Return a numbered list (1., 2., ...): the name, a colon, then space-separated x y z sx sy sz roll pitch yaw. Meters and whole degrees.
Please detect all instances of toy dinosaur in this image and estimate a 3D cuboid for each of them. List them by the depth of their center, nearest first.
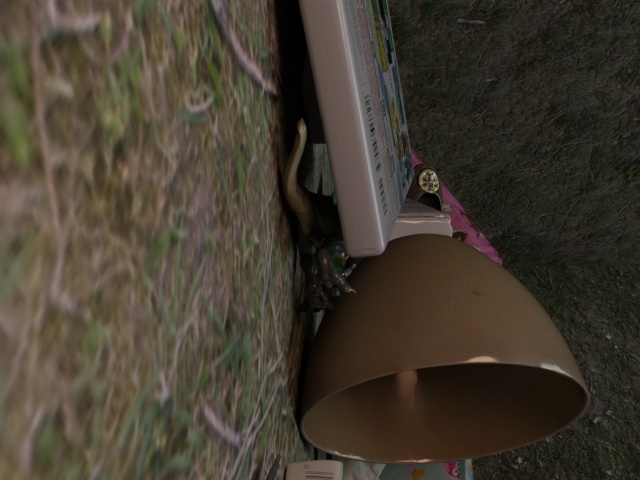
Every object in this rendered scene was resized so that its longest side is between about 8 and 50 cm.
1. toy dinosaur: 0.000 0.000 0.578 0.268 0.064 0.118 56 29 -73

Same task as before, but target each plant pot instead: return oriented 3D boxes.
1. plant pot: 0.116 0.106 0.683 0.284 0.284 0.191 82 3 -54

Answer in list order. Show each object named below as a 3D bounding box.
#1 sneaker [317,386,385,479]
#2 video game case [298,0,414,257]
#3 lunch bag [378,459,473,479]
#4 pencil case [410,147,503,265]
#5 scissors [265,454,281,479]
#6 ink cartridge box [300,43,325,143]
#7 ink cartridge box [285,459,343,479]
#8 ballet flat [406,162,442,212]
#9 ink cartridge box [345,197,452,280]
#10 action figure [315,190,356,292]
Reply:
1. sneaker: 0.041 0.236 0.809 0.090 0.094 0.235 -70 157 -69
2. video game case: 0.036 -0.185 0.595 0.300 0.036 0.329 -54 134 -68
3. lunch bag: 0.122 0.369 0.968 0.160 0.223 0.262 26 64 -75
4. pencil case: 0.206 -0.043 1.313 0.160 0.167 0.386 0 48 -52
5. scissors: -0.047 0.181 0.297 0.297 0.021 0.109 61 27 -81
6. ink cartridge box: 0.012 -0.180 0.695 0.089 0.052 0.122 83 11 -52
7. ink cartridge box: -0.005 0.328 0.550 0.181 0.056 0.225 -84 170 -46
8. ballet flat: 0.195 -0.018 1.168 0.058 0.084 0.250 -170 -97 -68
9. ink cartridge box: 0.108 0.047 1.044 0.306 0.131 0.226 -118 -152 -80
10. action figure: 0.021 0.003 0.788 0.232 0.063 0.137 -67 160 -67
